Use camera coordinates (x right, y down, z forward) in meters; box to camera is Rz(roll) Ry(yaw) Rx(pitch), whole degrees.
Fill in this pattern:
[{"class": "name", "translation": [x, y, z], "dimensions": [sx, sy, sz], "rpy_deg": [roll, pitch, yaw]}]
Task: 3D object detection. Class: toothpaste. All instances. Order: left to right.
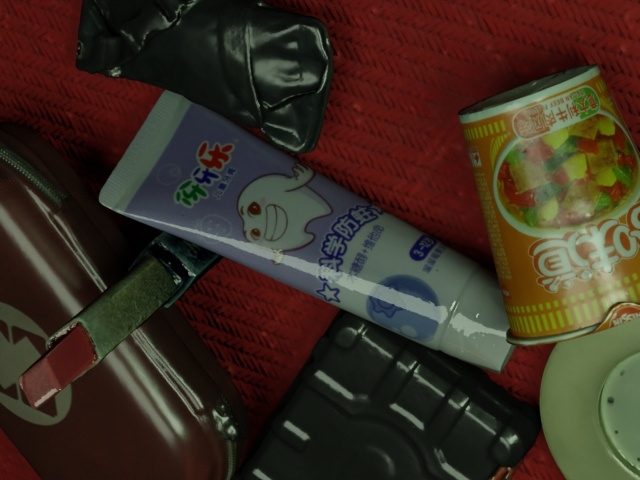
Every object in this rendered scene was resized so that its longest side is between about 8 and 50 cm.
[{"class": "toothpaste", "translation": [0.000, 0.000, 1.618], "dimensions": [0.371, 0.125, 0.080], "rpy_deg": [27, 160, 11]}]

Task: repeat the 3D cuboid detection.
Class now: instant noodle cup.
[{"class": "instant noodle cup", "translation": [0.190, -0.032, 1.483], "dimensions": [0.168, 0.168, 0.185], "rpy_deg": [-17, 97, 30]}]

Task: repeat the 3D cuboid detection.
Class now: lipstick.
[{"class": "lipstick", "translation": [-0.156, 0.049, 1.579], "dimensions": [0.051, 0.312, 0.051], "rpy_deg": [46, 123, 0]}]

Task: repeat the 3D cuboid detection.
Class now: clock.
[{"class": "clock", "translation": [0.296, 0.142, 1.583], "dimensions": [0.235, 0.029, 0.235], "rpy_deg": [9, 115, 20]}]

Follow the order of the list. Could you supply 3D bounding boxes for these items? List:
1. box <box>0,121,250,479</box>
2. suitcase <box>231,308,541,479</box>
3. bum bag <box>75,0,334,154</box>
[{"class": "box", "translation": [-0.237, 0.084, 1.731], "dimensions": [0.404, 0.108, 0.263], "rpy_deg": [53, 138, -3]}, {"class": "suitcase", "translation": [0.046, 0.203, 1.703], "dimensions": [0.206, 0.066, 0.285], "rpy_deg": [36, 123, 7]}, {"class": "bum bag", "translation": [-0.101, -0.160, 1.608], "dimensions": [0.248, 0.060, 0.123], "rpy_deg": [18, 119, 18]}]
